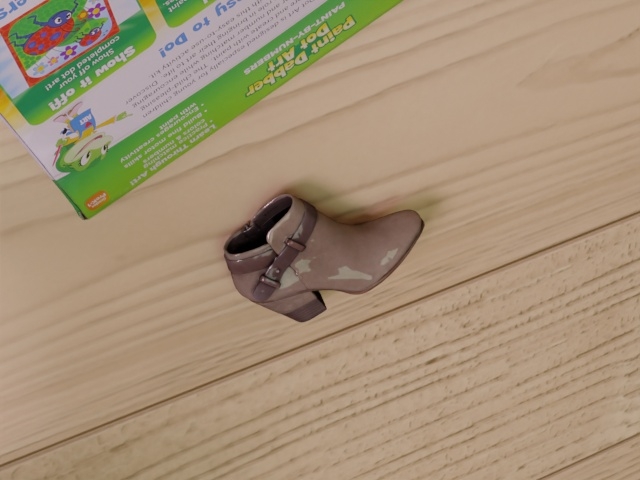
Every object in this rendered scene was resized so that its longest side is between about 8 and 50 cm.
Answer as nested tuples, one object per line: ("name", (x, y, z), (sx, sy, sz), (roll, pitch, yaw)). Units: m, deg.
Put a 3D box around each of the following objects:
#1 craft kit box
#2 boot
("craft kit box", (-0.056, -0.141, 0.648), (0.250, 0.061, 0.247), (-35, 155, -6))
("boot", (0.000, 0.000, 0.861), (0.118, 0.042, 0.087), (-40, 133, -1))
